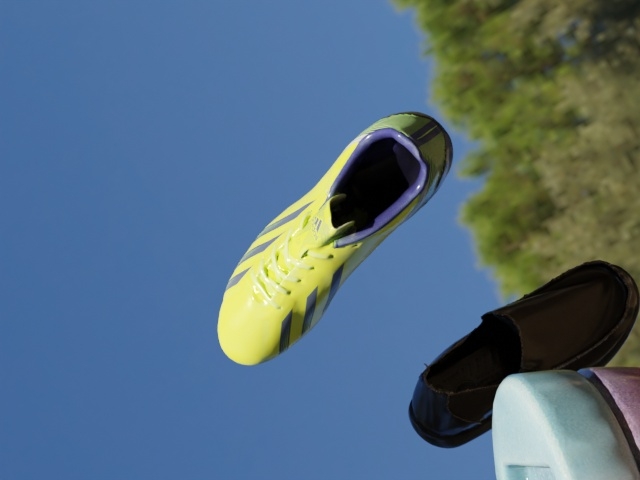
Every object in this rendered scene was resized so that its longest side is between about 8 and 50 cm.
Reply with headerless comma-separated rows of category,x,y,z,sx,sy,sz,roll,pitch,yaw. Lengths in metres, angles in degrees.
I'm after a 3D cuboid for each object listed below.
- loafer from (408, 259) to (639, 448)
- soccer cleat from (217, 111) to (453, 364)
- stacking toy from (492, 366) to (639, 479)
loafer,0.167,0.085,1.434,0.220,0.078,0.080,-36,-119,-14
soccer cleat,-0.001,-0.001,1.559,0.093,0.289,0.121,45,-163,6
stacking toy,0.132,0.213,0.727,0.130,0.309,0.279,-13,-135,-9
